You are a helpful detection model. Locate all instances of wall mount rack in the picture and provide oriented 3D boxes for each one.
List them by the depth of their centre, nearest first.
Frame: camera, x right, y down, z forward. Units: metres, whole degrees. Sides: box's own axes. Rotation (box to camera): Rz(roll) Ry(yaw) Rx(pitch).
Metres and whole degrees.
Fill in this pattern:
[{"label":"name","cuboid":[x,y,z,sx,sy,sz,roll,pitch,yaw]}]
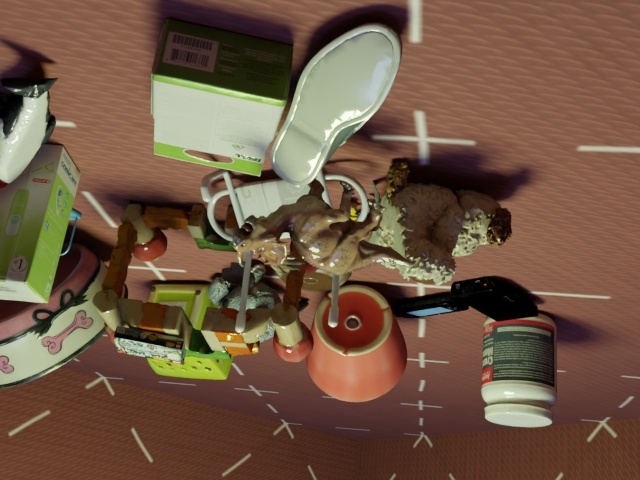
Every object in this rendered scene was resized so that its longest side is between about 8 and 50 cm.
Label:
[{"label":"wall mount rack","cuboid":[-0.079,0.004,1.448,0.350,0.304,0.130,-7,-163,29]}]

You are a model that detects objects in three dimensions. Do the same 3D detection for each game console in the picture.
[{"label":"game console","cuboid":[0.353,0.168,1.990,0.361,0.044,0.213,-14,149,41]}]

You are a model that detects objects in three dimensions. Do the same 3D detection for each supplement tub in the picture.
[{"label":"supplement tub","cuboid":[0.519,0.334,2.035,0.191,0.272,0.191,6,157,3]}]

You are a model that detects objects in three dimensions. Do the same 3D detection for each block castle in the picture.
[{"label":"block castle","cuboid":[-0.226,0.096,1.667,0.453,0.303,0.213,4,151,8]}]

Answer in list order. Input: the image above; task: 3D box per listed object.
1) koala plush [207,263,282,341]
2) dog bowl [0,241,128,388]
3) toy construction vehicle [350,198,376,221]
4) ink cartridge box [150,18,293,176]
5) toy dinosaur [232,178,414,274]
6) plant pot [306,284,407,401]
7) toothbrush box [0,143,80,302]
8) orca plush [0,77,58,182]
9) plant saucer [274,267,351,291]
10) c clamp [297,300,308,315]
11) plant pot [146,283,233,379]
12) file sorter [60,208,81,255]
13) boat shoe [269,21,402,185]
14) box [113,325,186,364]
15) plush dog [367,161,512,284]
[{"label":"koala plush","cuboid":[-0.174,0.162,1.969,0.203,0.196,0.221,0,158,-13]},{"label":"dog bowl","cuboid":[-0.678,0.158,1.863,0.408,0.408,0.150,-7,121,30]},{"label":"toy construction vehicle","cuboid":[0.094,-0.056,1.563,0.086,0.035,0.098,3,157,37]},{"label":"ink cartridge box","cuboid":[-0.159,-0.207,1.197,0.189,0.097,0.255,11,158,-9]},{"label":"toy dinosaur","cuboid":[0.000,0.000,1.290,0.296,0.200,0.127,31,180,-20]},{"label":"plant pot","cuboid":[0.089,0.253,2.012,0.275,0.274,0.243,4,150,7]},{"label":"toothbrush box","cuboid":[-0.600,-0.039,1.474,0.206,0.283,0.122,6,156,3]},{"label":"orca plush","cuboid":[-0.530,-0.206,1.306,0.102,0.151,0.287,43,154,-2]},{"label":"plant saucer","cuboid":[-0.024,0.085,1.916,0.199,0.036,0.198,6,158,2]},{"label":"c clamp","cuboid":[-0.100,0.207,2.137,0.161,0.137,0.022,-18,108,52]},{"label":"plant pot","cuboid":[-0.369,0.237,2.147,0.228,0.227,0.207,0,149,19]},{"label":"file sorter","cuboid":[-0.638,-0.041,1.710,0.118,0.104,0.170,-6,154,29]},{"label":"boat shoe","cuboid":[0.025,-0.210,1.151,0.116,0.099,0.319,36,136,-2]},{"label":"box","cuboid":[-0.340,0.211,1.562,0.137,0.027,0.094,11,153,-2]},{"label":"plush dog","cuboid":[0.227,-0.039,1.428,0.225,0.210,0.262,-1,-172,-17]}]
